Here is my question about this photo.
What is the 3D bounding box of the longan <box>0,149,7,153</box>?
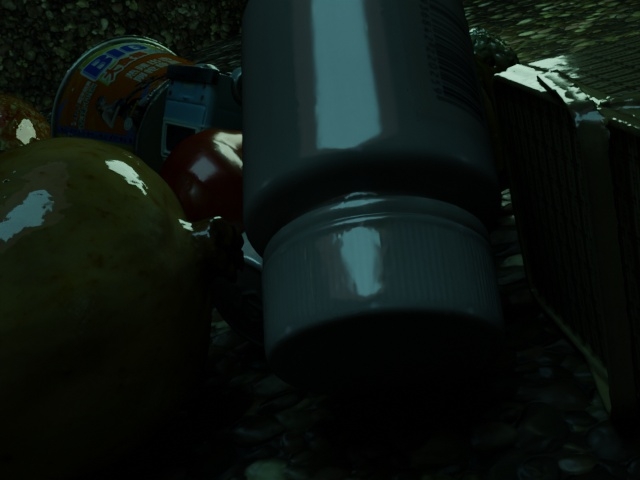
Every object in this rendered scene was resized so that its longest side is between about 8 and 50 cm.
[{"bbox_3d":[-0.516,-0.033,1.161,0.246,0.215,0.246,-19,42,18],"label":"longan"}]

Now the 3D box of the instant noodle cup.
[{"bbox_3d":[-0.245,-0.169,1.229,0.296,0.296,0.214,-32,34,-32],"label":"instant noodle cup"}]

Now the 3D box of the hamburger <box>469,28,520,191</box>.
[{"bbox_3d":[0.090,-0.139,0.908,0.285,0.265,0.134,0,30,41],"label":"hamburger"}]

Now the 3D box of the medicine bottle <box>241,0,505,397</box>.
[{"bbox_3d":[0.039,-0.058,0.651,0.208,0.208,0.339,-11,60,14],"label":"medicine bottle"}]

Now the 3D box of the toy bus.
[{"bbox_3d":[-0.088,-0.152,1.129,0.271,0.164,0.133,8,7,-42],"label":"toy bus"}]

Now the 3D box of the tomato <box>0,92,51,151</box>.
[{"bbox_3d":[-0.608,-0.130,1.455,0.270,0.222,0.270,-26,36,20],"label":"tomato"}]

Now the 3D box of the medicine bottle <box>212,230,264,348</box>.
[{"bbox_3d":[0.000,0.000,0.813,0.139,0.139,0.237,2,34,39],"label":"medicine bottle"}]

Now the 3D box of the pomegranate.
[{"bbox_3d":[-0.229,0.061,0.671,0.307,0.307,0.307,-15,22,6],"label":"pomegranate"}]

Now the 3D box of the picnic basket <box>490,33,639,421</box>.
[{"bbox_3d":[0.246,-0.015,0.545,0.175,0.228,0.313,-15,21,0],"label":"picnic basket"}]

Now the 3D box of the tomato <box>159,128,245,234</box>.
[{"bbox_3d":[-0.110,-0.046,0.951,0.136,0.195,0.195,-46,10,26],"label":"tomato"}]
